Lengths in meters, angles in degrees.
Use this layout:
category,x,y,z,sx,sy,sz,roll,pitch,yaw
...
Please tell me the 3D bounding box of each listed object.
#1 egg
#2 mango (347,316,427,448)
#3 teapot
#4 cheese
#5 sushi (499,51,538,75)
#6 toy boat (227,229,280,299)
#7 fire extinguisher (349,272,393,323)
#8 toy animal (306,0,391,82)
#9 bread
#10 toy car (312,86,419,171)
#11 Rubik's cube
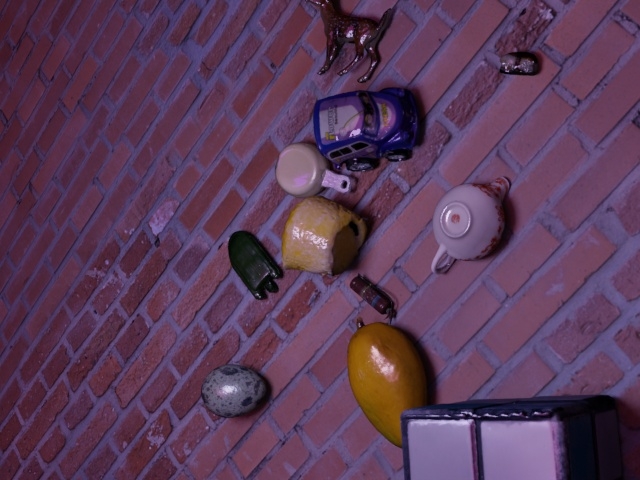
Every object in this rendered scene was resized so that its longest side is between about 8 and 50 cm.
category,x,y,z,sx,sy,sz,roll,pitch,yaw
egg,-0.215,0.374,2.055,0.172,0.132,0.132,-9,80,24
mango,0.151,0.312,1.800,0.176,0.119,0.317,-25,80,30
teapot,0.301,-0.029,1.731,0.159,0.116,0.245,45,118,19
cheese,-0.014,-0.160,1.997,0.227,0.064,0.137,21,102,38
sushi,0.409,-0.369,1.708,0.083,0.044,0.046,13,94,35
toy boat,-0.178,0.057,2.109,0.210,0.052,0.104,50,117,31
fire extinguisher,0.124,0.131,1.881,0.132,0.039,0.056,39,118,33
toy animal,0.056,-0.522,1.984,0.243,0.087,0.260,18,95,23
bread,-0.001,-0.004,1.905,0.170,0.197,0.197,23,99,26
toy car,0.097,-0.261,1.858,0.235,0.158,0.172,-11,78,29
Rubik's cube,0.356,0.450,1.498,0.316,0.318,0.313,-10,79,37
